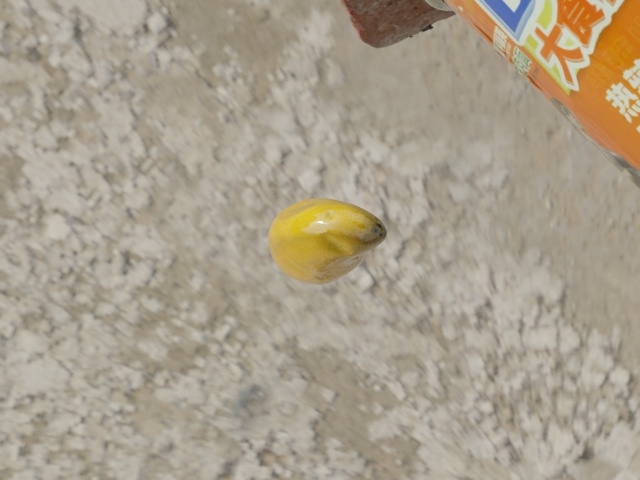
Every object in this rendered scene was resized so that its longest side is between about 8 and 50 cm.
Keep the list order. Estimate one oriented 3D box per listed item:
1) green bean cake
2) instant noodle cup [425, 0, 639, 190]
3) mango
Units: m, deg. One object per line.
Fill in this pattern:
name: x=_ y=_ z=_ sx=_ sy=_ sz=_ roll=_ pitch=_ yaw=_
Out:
green bean cake: x=0.068 y=-0.203 z=1.035 sx=0.135 sy=0.135 sz=0.056 roll=-26 pitch=58 yaw=2
instant noodle cup: x=0.223 y=-0.141 z=0.806 sx=0.296 sy=0.296 sz=0.214 roll=-37 pitch=78 yaw=1
mango: x=0.000 y=0.000 z=1.508 sx=0.098 sy=0.190 sz=0.075 roll=12 pitch=79 yaw=-15
